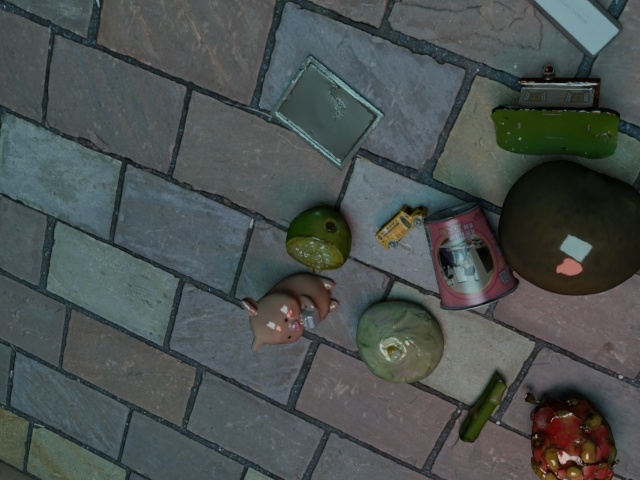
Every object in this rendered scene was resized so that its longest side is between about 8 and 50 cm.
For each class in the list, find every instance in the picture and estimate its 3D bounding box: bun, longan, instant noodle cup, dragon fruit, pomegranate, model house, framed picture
[{"bbox_3d":[0.234,0.330,2.029,0.283,0.179,0.283,7,118,14],"label":"bun"},{"bbox_3d":[0.633,-0.031,1.665,0.361,0.361,0.361,7,115,15],"label":"longan"},{"bbox_3d":[0.400,0.036,1.831,0.244,0.244,0.255,-16,98,24],"label":"instant noodle cup"},{"bbox_3d":[0.725,0.598,1.923,0.250,0.291,0.269,-4,110,26],"label":"dragon fruit"},{"bbox_3d":[0.011,-0.003,1.980,0.190,0.159,0.241,-2,141,28],"label":"pomegranate"},{"bbox_3d":[0.594,-0.325,1.663,0.294,0.154,0.207,7,159,24],"label":"model house"},{"bbox_3d":[0.016,-0.360,1.888,0.273,0.016,0.216,40,120,-1],"label":"framed picture"}]

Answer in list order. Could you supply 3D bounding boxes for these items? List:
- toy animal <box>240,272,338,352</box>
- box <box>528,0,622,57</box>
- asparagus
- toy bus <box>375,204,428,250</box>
[{"bbox_3d":[-0.094,0.225,2.064,0.213,0.256,0.195,6,116,28],"label":"toy animal"},{"bbox_3d":[0.599,-0.551,1.586,0.243,0.055,0.103,42,119,-3],"label":"box"},{"bbox_3d":[0.516,0.528,2.094,0.067,0.060,0.278,37,121,22],"label":"asparagus"},{"bbox_3d":[0.236,-0.047,1.924,0.074,0.069,0.162,44,120,-2],"label":"toy bus"}]
